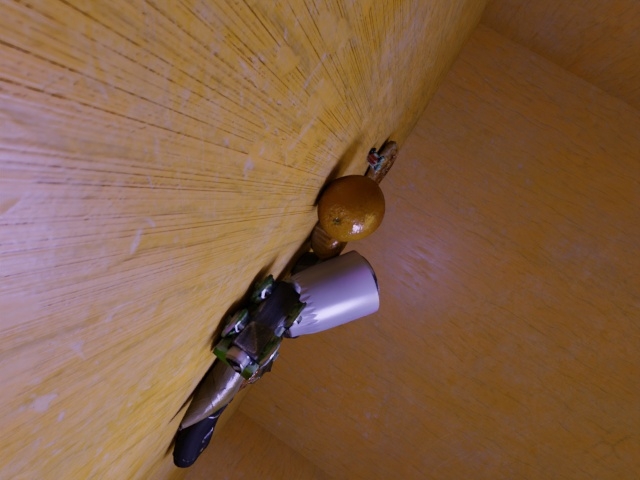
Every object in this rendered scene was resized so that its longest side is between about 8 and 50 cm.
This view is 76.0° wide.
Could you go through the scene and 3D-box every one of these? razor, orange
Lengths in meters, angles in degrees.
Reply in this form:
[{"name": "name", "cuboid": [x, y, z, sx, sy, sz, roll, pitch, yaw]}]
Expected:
[{"name": "razor", "cuboid": [-0.445, 0.689, 1.528, 0.327, 0.107, 0.189, -61, 172, 25]}, {"name": "orange", "cuboid": [0.101, -0.105, 1.332, 0.236, 0.236, 0.236, -56, 174, -10]}]

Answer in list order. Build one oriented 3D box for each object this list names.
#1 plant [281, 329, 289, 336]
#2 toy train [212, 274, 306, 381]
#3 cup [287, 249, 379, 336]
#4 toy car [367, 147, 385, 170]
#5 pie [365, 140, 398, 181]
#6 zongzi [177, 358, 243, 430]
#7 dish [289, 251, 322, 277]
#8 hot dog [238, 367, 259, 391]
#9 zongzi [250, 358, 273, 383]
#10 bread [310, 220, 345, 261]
[{"name": "plant", "cuboid": [-0.185, 0.413, 2.056, 0.274, 0.148, 0.147, 46, 33, -67]}, {"name": "toy train", "cuboid": [-0.181, 0.252, 1.206, 0.307, 0.173, 0.249, -53, -179, -36]}, {"name": "cup", "cuboid": [0.024, 0.208, 1.566, 0.371, 0.254, 0.253, -19, 163, -12]}, {"name": "toy car", "cuboid": [0.242, -0.359, 1.835, 0.054, 0.073, 0.143, -41, 173, -5]}, {"name": "pie", "cuboid": [0.315, -0.388, 2.172, 0.315, 0.092, 0.315, -54, 173, -10]}, {"name": "zongzi", "cuboid": [-0.340, 0.462, 1.309, 0.256, 0.114, 0.228, -21, 141, -62]}, {"name": "dish", "cuboid": [-0.030, 0.094, 1.787, 0.234, 0.153, 0.064, -48, 134, -55]}, {"name": "hot dog", "cuboid": [-0.321, 0.544, 1.730, 0.272, 0.122, 0.196, -57, 174, -13]}, {"name": "zongzi", "cuboid": [-0.296, 0.548, 2.056, 0.260, 0.122, 0.290, 5, 102, -76]}, {"name": "bread", "cuboid": [0.048, -0.024, 1.662, 0.240, 0.139, 0.240, -56, 174, -10]}]
